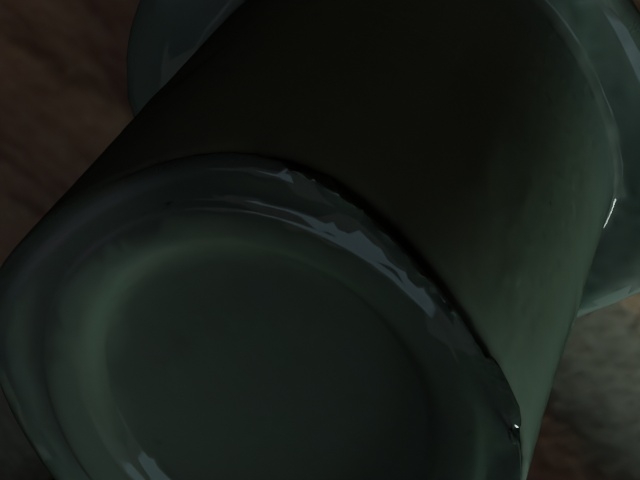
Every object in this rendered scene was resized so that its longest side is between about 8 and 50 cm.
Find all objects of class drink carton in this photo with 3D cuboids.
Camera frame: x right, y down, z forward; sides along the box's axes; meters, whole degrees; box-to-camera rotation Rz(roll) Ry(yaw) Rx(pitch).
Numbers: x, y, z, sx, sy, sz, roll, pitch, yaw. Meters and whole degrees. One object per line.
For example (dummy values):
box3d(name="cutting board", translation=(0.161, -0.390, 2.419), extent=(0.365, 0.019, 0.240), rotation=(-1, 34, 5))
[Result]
box3d(name="drink carton", translation=(0.000, 0.000, 0.510), extent=(0.185, 0.189, 0.191), rotation=(-22, 109, 32))

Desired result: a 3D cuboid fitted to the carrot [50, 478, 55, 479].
box3d(name="carrot", translation=(-0.102, 0.124, 0.680), extent=(0.260, 0.070, 0.070), rotation=(-32, 105, 28))
